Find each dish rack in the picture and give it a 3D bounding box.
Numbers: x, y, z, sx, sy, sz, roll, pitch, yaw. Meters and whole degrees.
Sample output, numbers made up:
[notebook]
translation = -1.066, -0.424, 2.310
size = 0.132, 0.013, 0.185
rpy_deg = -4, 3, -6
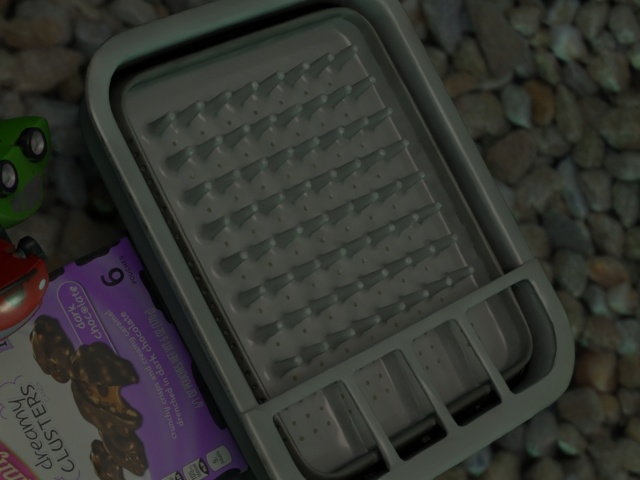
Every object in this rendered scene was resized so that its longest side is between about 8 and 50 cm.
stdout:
[dish rack]
translation = 0.000, 0.000, 1.163
size = 0.285, 0.072, 0.332
rpy_deg = -25, 87, -40

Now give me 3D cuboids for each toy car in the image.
[toy car]
translation = -0.220, 0.000, 1.061
size = 0.225, 0.239, 0.053
rpy_deg = -58, 134, -50

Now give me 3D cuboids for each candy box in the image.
[candy box]
translation = -0.170, 0.115, 1.079
size = 0.196, 0.070, 0.165
rpy_deg = -27, 89, -27
